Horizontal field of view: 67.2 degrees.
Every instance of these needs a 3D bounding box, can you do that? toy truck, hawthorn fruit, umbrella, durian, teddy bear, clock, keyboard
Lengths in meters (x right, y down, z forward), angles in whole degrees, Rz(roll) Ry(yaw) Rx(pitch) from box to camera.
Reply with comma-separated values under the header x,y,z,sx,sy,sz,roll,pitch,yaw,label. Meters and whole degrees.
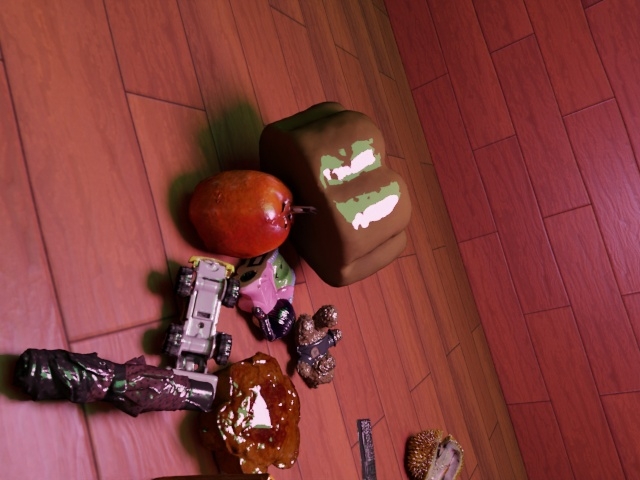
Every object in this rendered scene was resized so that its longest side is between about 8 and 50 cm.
x,y,z,sx,sy,sz,roll,pitch,yaw,label
-0.245,0.171,0.974,0.136,0.111,0.286,15,66,-19,toy truck
-0.146,-0.065,1.097,0.211,0.298,0.212,-6,90,-70,hawthorn fruit
-0.319,0.238,0.789,0.325,0.094,0.090,23,81,-34,umbrella
0.370,0.759,1.657,0.237,0.137,0.193,-46,113,-10,durian
-0.014,0.273,1.292,0.181,0.129,0.252,-24,121,-32,teddy bear
-0.124,0.133,1.212,0.196,0.100,0.194,66,30,-26,clock
0.143,0.641,1.452,0.074,0.015,0.197,25,53,-51,keyboard

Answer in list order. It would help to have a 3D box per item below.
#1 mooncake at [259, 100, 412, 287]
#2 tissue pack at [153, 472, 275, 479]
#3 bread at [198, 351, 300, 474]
x,y,z,sx,sy,sz,roll,pitch,yaw,label
0.037,-0.122,1.260,0.262,0.467,0.468,-25,98,-16,mooncake
-0.165,0.494,0.768,0.195,0.274,0.145,61,32,-16,tissue pack
-0.148,0.361,1.005,0.232,0.135,0.247,13,64,-56,bread
